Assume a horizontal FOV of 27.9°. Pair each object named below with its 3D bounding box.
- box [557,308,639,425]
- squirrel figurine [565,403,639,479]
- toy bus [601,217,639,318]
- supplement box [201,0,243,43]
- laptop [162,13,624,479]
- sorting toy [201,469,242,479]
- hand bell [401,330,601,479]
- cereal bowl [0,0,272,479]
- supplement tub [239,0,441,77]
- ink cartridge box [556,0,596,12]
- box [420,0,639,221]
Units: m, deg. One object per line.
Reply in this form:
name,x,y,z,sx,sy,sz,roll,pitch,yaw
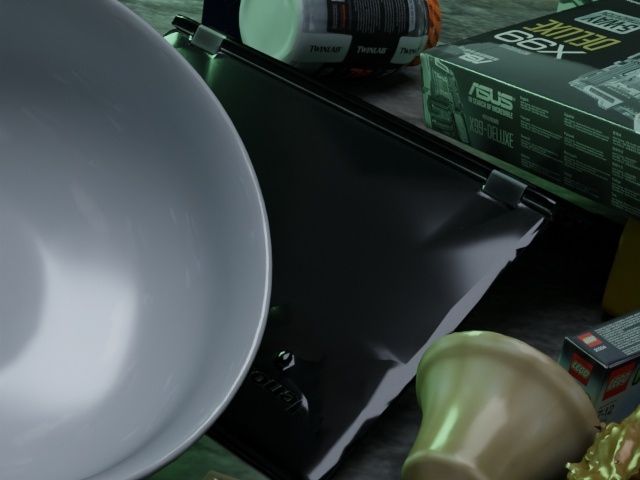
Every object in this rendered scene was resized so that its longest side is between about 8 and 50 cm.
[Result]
box,0.231,0.092,0.867,0.207,0.114,0.036,-16,40,-35
squirrel figurine,0.332,0.123,0.627,0.370,0.281,0.397,-32,12,-7
toy bus,0.395,0.059,0.972,0.332,0.108,0.130,25,34,24
supplement box,-0.085,-0.248,1.360,0.056,0.083,0.083,15,30,8
laptop,0.000,0.000,1.046,0.382,0.236,0.408,30,8,29
sorting toy,-0.040,0.167,0.764,0.083,0.012,0.062,16,27,16
hand bell,0.053,0.171,0.722,0.126,0.126,0.242,24,45,22
cereal bowl,-0.206,0.005,0.741,0.338,0.141,0.339,15,58,-26
supplement tub,0.023,-0.223,1.309,0.190,0.117,0.117,-4,33,-37
ink cartridge box,0.359,-0.254,1.320,0.197,0.273,0.114,1,29,-15
box,0.268,-0.118,1.072,0.242,0.077,0.307,-19,29,-26
